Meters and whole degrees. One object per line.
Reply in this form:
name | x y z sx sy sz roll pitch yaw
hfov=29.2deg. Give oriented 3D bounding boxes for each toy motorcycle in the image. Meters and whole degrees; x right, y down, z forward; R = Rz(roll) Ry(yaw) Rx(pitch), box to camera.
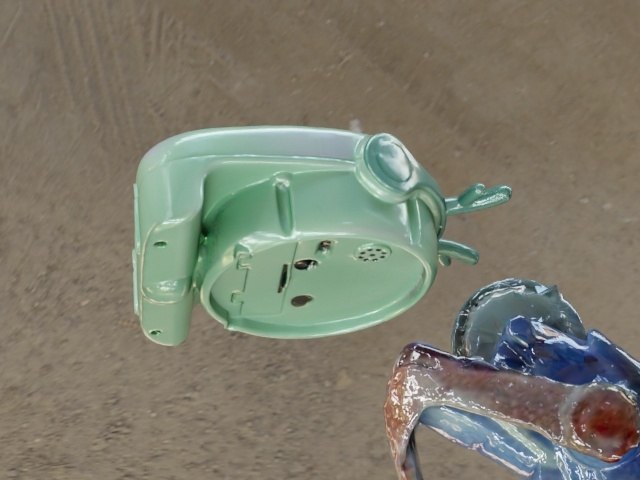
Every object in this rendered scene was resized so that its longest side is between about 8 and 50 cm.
toy motorcycle | 0.199 0.190 0.970 0.319 0.182 0.241 35 107 18

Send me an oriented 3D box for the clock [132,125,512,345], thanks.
clock | 0.000 0.000 0.690 0.211 0.159 0.066 -3 62 -8
